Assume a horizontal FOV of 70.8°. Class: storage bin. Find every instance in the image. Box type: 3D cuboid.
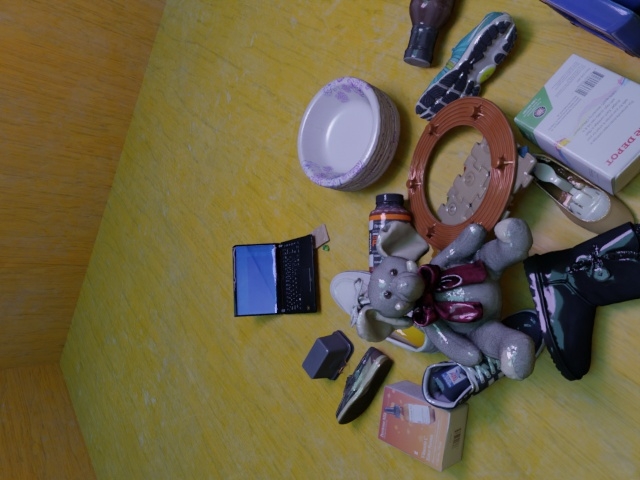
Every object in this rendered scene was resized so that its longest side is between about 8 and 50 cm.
[{"bbox_3d":[0.017,0.325,1.236,0.098,0.091,0.135,44,117,37],"label":"storage bin"}]

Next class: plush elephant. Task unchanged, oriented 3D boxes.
[{"bbox_3d":[0.209,0.095,0.862,0.330,0.255,0.272,153,123,-77],"label":"plush elephant"}]

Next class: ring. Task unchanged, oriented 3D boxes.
[{"bbox_3d":[0.284,-0.143,0.982,0.336,0.032,0.337,-177,90,-65],"label":"ring"}]

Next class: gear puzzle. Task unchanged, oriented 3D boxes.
[{"bbox_3d":[0.332,-0.064,0.959,0.176,0.044,0.339,-114,36,-45],"label":"gear puzzle"}]

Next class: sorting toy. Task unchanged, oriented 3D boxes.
[{"bbox_3d":[0.000,0.000,1.338,0.062,0.012,0.083,-31,62,33],"label":"sorting toy"}]

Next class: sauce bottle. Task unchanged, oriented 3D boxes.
[{"bbox_3d":[0.272,-0.594,1.064,0.111,0.111,0.345,24,102,43],"label":"sauce bottle"}]

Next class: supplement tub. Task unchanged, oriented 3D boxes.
[{"bbox_3d":[0.170,-0.014,1.109,0.106,0.106,0.198,-6,82,44],"label":"supplement tub"}]

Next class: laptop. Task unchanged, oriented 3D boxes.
[{"bbox_3d":[-0.146,0.112,1.381,0.264,0.136,0.235,-13,77,50],"label":"laptop"}]

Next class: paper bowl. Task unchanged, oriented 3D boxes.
[{"bbox_3d":[0.083,-0.270,1.189,0.284,0.148,0.285,-5,83,45],"label":"paper bowl"}]

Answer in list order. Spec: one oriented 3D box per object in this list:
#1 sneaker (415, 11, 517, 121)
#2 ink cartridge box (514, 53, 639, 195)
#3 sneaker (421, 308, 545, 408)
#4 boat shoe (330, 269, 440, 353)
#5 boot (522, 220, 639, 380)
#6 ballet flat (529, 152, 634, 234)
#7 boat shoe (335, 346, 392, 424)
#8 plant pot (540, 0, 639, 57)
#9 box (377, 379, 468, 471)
[{"bbox_3d":[0.324,-0.386,1.021,0.275,0.107,0.110,-47,28,35],"label":"sneaker"},{"bbox_3d":[0.491,-0.208,0.805,0.154,0.093,0.212,-50,53,13],"label":"ink cartridge box"},{"bbox_3d":[0.322,0.244,0.902,0.282,0.153,0.099,-51,55,28],"label":"sneaker"},{"bbox_3d":[0.127,0.172,1.096,0.367,0.156,0.136,29,106,42],"label":"boat shoe"},{"bbox_3d":[0.494,0.109,0.787,0.207,0.094,0.247,-25,69,41],"label":"boot"},{"bbox_3d":[0.469,-0.089,0.847,0.232,0.073,0.080,49,117,35],"label":"ballet flat"},{"bbox_3d":[0.102,0.373,1.162,0.073,0.080,0.224,45,111,43],"label":"boat shoe"},{"bbox_3d":[0.515,-0.448,0.736,0.236,0.235,0.212,55,129,33],"label":"plant pot"},{"bbox_3d":[0.230,0.412,1.019,0.170,0.091,0.130,8,92,44],"label":"box"}]
